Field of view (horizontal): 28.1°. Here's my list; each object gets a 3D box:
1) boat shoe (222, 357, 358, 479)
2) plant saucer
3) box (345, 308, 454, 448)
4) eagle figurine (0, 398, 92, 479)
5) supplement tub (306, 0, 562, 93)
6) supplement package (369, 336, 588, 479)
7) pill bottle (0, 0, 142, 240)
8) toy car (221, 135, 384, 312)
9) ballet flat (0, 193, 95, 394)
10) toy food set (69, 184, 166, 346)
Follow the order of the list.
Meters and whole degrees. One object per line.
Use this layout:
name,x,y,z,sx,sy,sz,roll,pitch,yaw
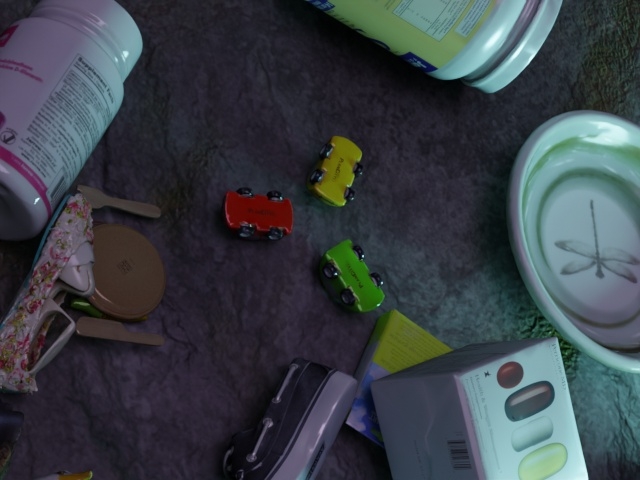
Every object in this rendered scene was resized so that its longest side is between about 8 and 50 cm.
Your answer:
boat shoe,-0.065,0.264,1.499,0.102,0.108,0.301,22,60,16
plant saucer,0.415,0.008,1.874,0.400,0.100,0.401,11,66,-27
box,0.096,0.191,1.651,0.109,0.042,0.178,35,58,-14
eagle figurine,-0.326,0.275,1.259,0.225,0.298,0.226,8,84,-11
supplement tub,0.147,-0.374,1.785,0.331,0.241,0.241,29,59,-18
supplement package,0.199,0.238,1.589,0.203,0.149,0.194,-15,92,-43
pill bottle,-0.326,-0.153,1.471,0.160,0.160,0.283,35,57,-14
toy car,0.000,0.000,1.666,0.239,0.053,0.225,-31,89,-34
ballet flat,-0.298,0.066,1.424,0.077,0.091,0.241,24,79,8
toy food set,-0.246,0.037,1.523,0.132,0.038,0.192,14,59,-33
